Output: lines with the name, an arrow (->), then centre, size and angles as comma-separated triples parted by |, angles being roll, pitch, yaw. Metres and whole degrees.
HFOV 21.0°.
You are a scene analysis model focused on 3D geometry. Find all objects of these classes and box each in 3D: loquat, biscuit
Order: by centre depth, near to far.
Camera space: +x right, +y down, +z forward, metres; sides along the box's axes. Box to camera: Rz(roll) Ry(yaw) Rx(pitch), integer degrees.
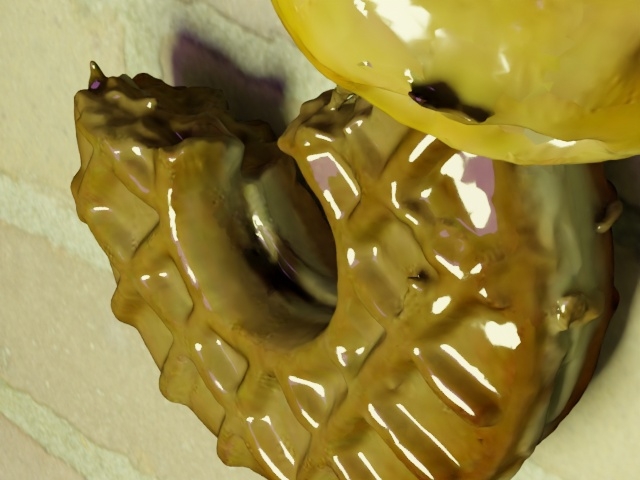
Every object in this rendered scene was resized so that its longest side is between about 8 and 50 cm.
loquat -> 0.081, -0.150, 0.642 | 0.244, 0.244, 0.244 | 29, 131, 39
biscuit -> 0.010, 0.017, 0.908 | 0.366, 0.115, 0.268 | 1, 111, 52
